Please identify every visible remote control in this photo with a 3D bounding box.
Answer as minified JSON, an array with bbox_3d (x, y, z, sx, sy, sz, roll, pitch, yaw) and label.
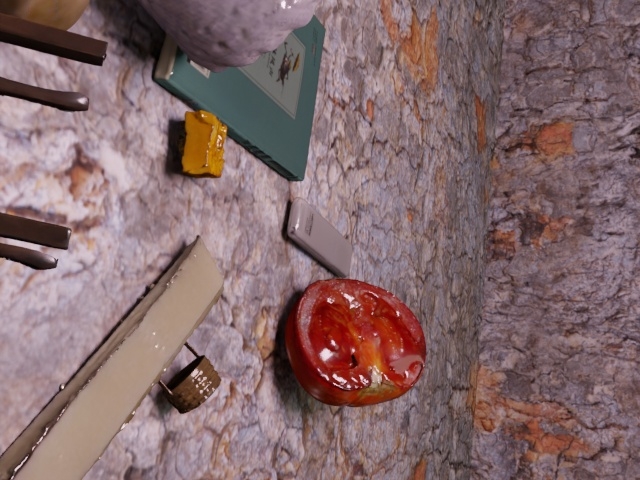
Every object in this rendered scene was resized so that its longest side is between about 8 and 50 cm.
[{"bbox_3d":[0.000,0.000,1.308,0.261,0.029,0.067,41,56,-63],"label":"remote control"}]

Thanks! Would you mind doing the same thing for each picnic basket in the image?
[{"bbox_3d":[-0.164,0.154,0.925,0.083,0.072,0.072,51,36,-10],"label":"picnic basket"}]

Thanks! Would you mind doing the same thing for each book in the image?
[{"bbox_3d":[-0.087,-0.259,1.073,0.379,0.031,0.264,34,62,-63],"label":"book"}]

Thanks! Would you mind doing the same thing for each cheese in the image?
[{"bbox_3d":[-0.211,0.141,0.827,0.400,0.034,0.085,-56,138,-45],"label":"cheese"}]

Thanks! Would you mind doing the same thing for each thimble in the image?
[{"bbox_3d":[-0.089,-0.306,0.816,0.157,0.217,0.246,48,40,-38],"label":"thimble"}]

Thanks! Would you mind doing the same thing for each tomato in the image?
[{"bbox_3d":[0.039,0.173,1.244,0.232,0.140,0.201,8,52,-28],"label":"tomato"}]

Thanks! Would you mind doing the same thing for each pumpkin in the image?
[{"bbox_3d":[-0.144,-0.112,0.936,0.083,0.053,0.074,32,65,-87],"label":"pumpkin"}]

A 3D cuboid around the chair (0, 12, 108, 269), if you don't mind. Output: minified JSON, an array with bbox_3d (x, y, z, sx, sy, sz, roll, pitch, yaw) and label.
[{"bbox_3d":[-0.309,-0.083,0.483,0.186,0.318,0.160,164,-64,-68],"label":"chair"}]

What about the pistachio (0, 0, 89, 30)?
[{"bbox_3d":[-0.230,-0.247,0.647,0.108,0.126,0.186,32,48,-37],"label":"pistachio"}]
